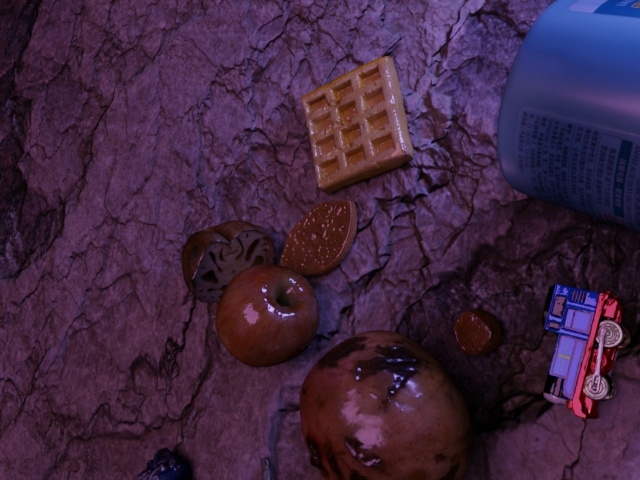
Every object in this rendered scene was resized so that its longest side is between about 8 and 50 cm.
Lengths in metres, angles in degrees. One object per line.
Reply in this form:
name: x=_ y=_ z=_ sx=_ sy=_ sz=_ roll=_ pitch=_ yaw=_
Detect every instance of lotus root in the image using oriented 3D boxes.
lotus root: x=-0.221 y=0.026 z=1.586 sx=0.199 sy=0.188 sz=0.180 roll=-59 pitch=42 yaw=12

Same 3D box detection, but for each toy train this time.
toy train: x=0.426 y=0.180 z=1.165 sx=0.131 sy=0.082 sz=0.204 roll=13 pitch=86 yaw=35

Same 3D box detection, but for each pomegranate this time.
pomegranate: x=0.108 y=0.317 z=1.228 sx=0.322 sy=0.322 sz=0.322 roll=-8 pitch=76 yaw=33

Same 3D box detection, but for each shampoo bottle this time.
shampoo bottle: x=0.486 y=-0.177 z=1.049 sx=0.342 sy=0.331 sz=0.331 roll=23 pitch=93 yaw=37

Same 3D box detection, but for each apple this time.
apple: x=-0.109 y=0.155 z=1.463 sx=0.211 sy=0.211 sz=0.188 roll=62 pitch=141 yaw=27

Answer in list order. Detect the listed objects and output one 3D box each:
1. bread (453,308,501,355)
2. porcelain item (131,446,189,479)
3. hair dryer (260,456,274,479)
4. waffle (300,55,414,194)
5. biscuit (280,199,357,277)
bread: x=0.285 y=0.166 z=1.282 sx=0.085 sy=0.053 sz=0.085 roll=-2 pitch=87 yaw=43
porcelain item: x=-0.319 y=0.604 z=1.567 sx=0.288 sy=0.138 sz=0.186 roll=29 pitch=80 yaw=39
hair dryer: x=-0.115 y=0.601 z=1.460 sx=0.225 sy=0.088 sz=0.219 roll=44 pitch=109 yaw=46
waffle: x=0.075 y=-0.246 z=1.510 sx=0.221 sy=0.055 sz=0.248 roll=-21 pitch=69 yaw=30
biscuit: x=0.000 y=0.000 z=1.526 sx=0.221 sy=0.029 sz=0.142 roll=-47 pitch=57 yaw=17
